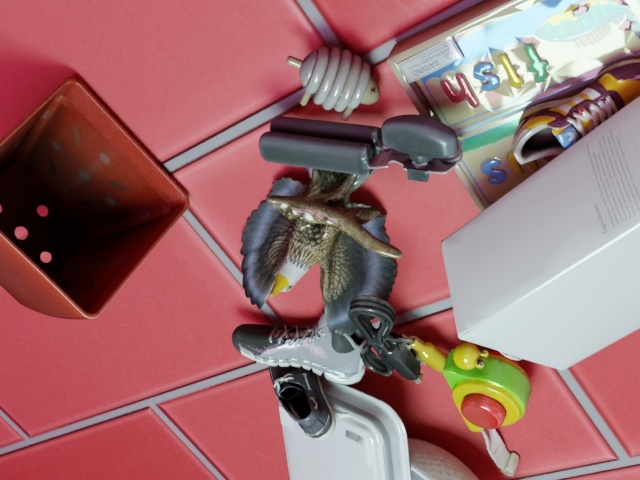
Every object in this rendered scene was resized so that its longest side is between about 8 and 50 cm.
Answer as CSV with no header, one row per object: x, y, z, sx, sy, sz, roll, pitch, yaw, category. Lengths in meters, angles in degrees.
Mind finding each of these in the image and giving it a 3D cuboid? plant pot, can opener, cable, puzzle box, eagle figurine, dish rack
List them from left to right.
-0.417,-0.040,1.466,0.267,0.267,0.236,48,141,-18,plant pot
-0.009,0.006,1.396,0.298,0.225,0.226,93,153,-69,eagle figurine
0.032,0.400,1.631,0.285,0.072,0.333,16,120,45,dish rack
0.052,-0.132,1.242,0.280,0.074,0.093,6,131,25,can opener
0.099,0.140,1.454,0.139,0.072,0.287,6,150,34,cable
0.317,-0.195,1.154,0.409,0.052,0.272,-20,117,34,puzzle box

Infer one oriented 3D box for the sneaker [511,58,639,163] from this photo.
0.309,-0.140,1.109,0.185,0.084,0.069,-27,113,37,sneaker

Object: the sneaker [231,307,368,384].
-0.025,0.146,1.563,0.229,0.086,0.132,15,127,-2,sneaker

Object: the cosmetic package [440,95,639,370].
0.339,-0.003,1.118,0.197,0.155,0.365,21,138,-34,cosmetic package

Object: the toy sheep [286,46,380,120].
0.017,-0.210,1.247,0.132,0.091,0.091,16,134,-14,toy sheep

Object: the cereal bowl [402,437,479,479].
0.191,0.485,1.659,0.339,0.141,0.339,26,128,38,cereal bowl

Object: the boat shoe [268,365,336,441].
-0.041,0.242,1.574,0.075,0.206,0.065,-41,131,4,boat shoe

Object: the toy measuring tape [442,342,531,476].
0.292,0.274,1.509,0.121,0.121,0.330,-9,131,28,toy measuring tape
